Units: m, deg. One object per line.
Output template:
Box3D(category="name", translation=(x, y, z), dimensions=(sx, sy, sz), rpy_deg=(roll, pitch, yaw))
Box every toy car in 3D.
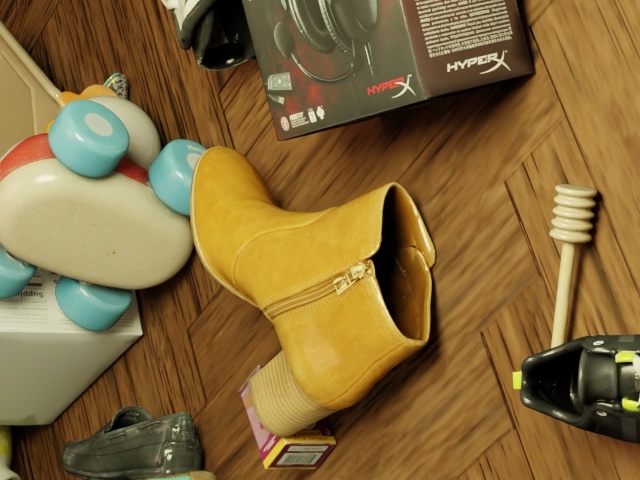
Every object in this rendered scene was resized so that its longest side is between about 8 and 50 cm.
Box3D(category="toy car", translation=(-0.233, -0.077, 1.813), dimensions=(0.219, 0.210, 0.238), rpy_deg=(-49, 35, 31))

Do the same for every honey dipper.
Box3D(category="honey dipper", translation=(0.171, 0.041, 1.292), dimensions=(0.030, 0.030, 0.161), rpy_deg=(22, 108, 57))

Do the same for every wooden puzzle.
Box3D(category="wooden puzzle", translation=(-0.352, -0.111, 2.143), dimensions=(0.221, 0.044, 0.239), rpy_deg=(47, 131, 49))

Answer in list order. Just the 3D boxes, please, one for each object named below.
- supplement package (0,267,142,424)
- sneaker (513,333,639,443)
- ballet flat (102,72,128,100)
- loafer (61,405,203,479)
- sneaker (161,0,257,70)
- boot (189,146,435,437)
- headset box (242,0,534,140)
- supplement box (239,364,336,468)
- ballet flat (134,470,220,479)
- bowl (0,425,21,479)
Box3D(category="supplement package", translation=(-0.342, 0.086, 1.951), dimensions=(0.262, 0.204, 0.145), rpy_deg=(-41, 53, 49))
Box3D(category="sneaker", translation=(0.210, 0.100, 1.158), dimensions=(0.234, 0.097, 0.084), rpy_deg=(-9, 81, 58))
Box3D(category="ballet flat", translation=(-0.225, -0.131, 1.945), dimensions=(0.114, 0.041, 0.041), rpy_deg=(-53, 45, 43))
Box3D(category="loafer", translation=(-0.189, 0.206, 1.824), dimensions=(0.223, 0.076, 0.078), rpy_deg=(-9, 75, 53))
Box3D(category="sneaker", translation=(-0.156, -0.279, 1.710), dimensions=(0.447, 0.169, 0.258), rpy_deg=(-10, 77, 55))
Box3D(category="boot", translation=(-0.001, 0.001, 1.525), dimensions=(0.211, 0.104, 0.295), rpy_deg=(-41, 54, 40))
Box3D(category="headset box", translation=(0.026, -0.242, 1.404), dimensions=(0.218, 0.110, 0.293), rpy_deg=(-9, 96, 58))
Box3D(category="supplement box", translation=(-0.029, 0.154, 1.582), dimensions=(0.043, 0.055, 0.083), rpy_deg=(-55, 45, 39))
Box3D(category="ballet flat", translation=(-0.182, 0.364, 1.741), dimensions=(0.116, 0.124, 0.342), rpy_deg=(-108, 32, -60))
Box3D(category="bowl", translation=(-0.439, 0.282, 2.098), dimensions=(0.156, 0.289, 0.289), rpy_deg=(28, 117, 16))
